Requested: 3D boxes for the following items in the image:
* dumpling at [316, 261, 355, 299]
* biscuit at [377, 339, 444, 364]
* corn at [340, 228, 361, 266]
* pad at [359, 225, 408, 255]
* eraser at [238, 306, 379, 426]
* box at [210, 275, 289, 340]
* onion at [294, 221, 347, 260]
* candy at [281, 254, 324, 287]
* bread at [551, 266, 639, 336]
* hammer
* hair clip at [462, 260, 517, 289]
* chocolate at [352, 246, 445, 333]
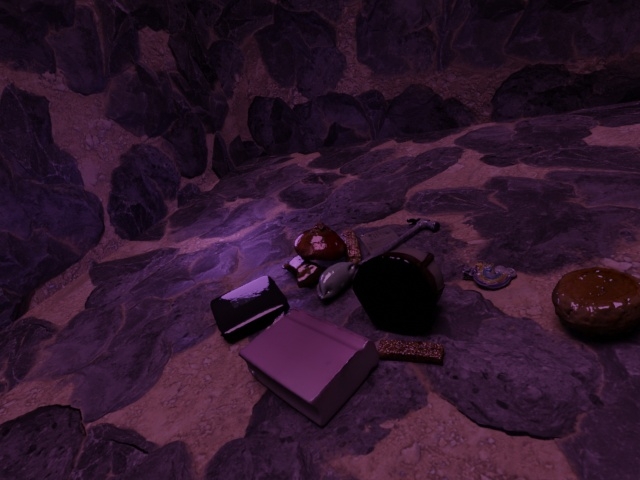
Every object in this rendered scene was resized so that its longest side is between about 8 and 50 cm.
[{"bbox_3d":[0.052,0.164,1.609,0.105,0.149,0.216,36,56,11],"label":"dumpling"},{"bbox_3d":[0.268,0.332,1.209,0.199,0.034,0.064,-3,30,26],"label":"biscuit"},{"bbox_3d":[0.135,0.031,1.803,0.086,0.086,0.253,-15,28,5],"label":"corn"},{"bbox_3d":[0.284,0.006,1.843,0.160,0.009,0.265,-19,27,-3],"label":"pad"},{"bbox_3d":[-0.043,0.365,1.249,0.359,0.122,0.272,11,41,45],"label":"eraser"},{"bbox_3d":[-0.291,0.264,1.635,0.289,0.073,0.290,-25,27,-16],"label":"box"},{"bbox_3d":[0.000,0.000,1.716,0.230,0.163,0.230,-2,11,0],"label":"onion"},{"bbox_3d":[-0.079,0.116,1.765,0.143,0.101,0.271,-32,23,-11],"label":"candy"},{"bbox_3d":[0.767,0.172,1.115,0.230,0.123,0.230,-19,25,9],"label":"bread"},{"bbox_3d":[0.334,0.010,1.760,0.427,0.044,0.152,-33,31,-28],"label":"hammer"},{"bbox_3d":[0.584,0.125,1.406,0.172,0.049,0.116,12,52,32],"label":"hair clip"},{"bbox_3d":[0.276,0.149,1.342,0.284,0.283,0.186,2,17,33],"label":"chocolate"}]
